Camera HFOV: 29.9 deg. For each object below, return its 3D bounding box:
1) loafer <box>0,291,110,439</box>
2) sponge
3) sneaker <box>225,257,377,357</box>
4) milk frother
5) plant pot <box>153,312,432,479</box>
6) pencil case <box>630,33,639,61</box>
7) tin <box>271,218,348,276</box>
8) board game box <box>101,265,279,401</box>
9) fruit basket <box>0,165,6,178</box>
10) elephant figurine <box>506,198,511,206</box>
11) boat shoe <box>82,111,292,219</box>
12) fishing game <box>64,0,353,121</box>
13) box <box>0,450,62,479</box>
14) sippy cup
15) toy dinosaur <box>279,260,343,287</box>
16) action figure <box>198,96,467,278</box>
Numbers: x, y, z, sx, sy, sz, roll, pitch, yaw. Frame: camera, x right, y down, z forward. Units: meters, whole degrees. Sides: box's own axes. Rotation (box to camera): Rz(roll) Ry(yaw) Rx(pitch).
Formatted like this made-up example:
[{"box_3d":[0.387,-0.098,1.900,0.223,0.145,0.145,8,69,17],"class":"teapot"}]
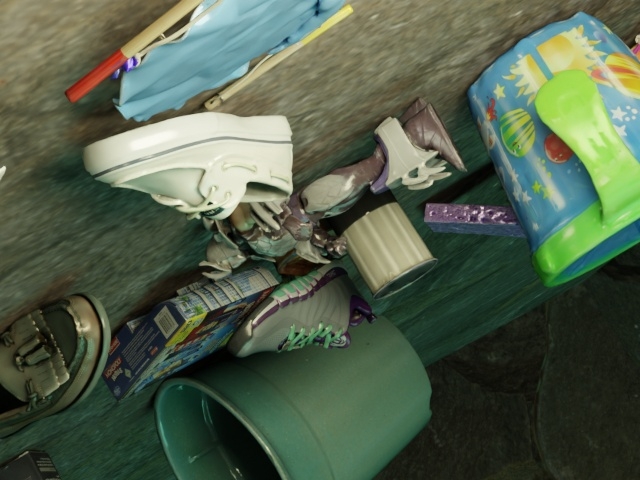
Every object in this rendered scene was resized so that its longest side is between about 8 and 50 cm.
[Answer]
[{"box_3d":[-0.297,0.138,1.175,0.084,0.096,0.267,-10,158,-43],"class":"loafer"},{"box_3d":[0.257,-0.027,1.682,0.210,0.031,0.117,4,173,12],"class":"sponge"},{"box_3d":[-0.013,0.098,1.414,0.224,0.098,0.083,-32,166,-48],"class":"sneaker"},{"box_3d":[0.090,-0.031,1.308,0.129,0.135,0.143,-18,161,-48],"class":"milk frother"},{"box_3d":[-0.024,0.278,1.865,0.334,0.341,0.341,-33,170,-33],"class":"plant pot"},{"box_3d":[0.389,-0.186,1.503,0.104,0.104,0.236,-22,162,-34],"class":"pencil case"},{"box_3d":[0.000,0.000,1.448,0.106,0.040,0.190,-30,168,12],"class":"tin"},{"box_3d":[-0.142,0.092,1.414,0.194,0.060,0.194,-22,162,-45],"class":"board game box"},{"box_3d":[-0.385,0.094,0.759,0.353,0.165,0.327,-41,176,-39],"class":"fruit basket"},{"box_3d":[0.393,-0.107,1.752,0.239,0.186,0.169,42,63,-87],"class":"elephant figurine"},{"box_3d":[-0.084,-0.053,0.916,0.083,0.076,0.226,-16,179,36],"class":"boat shoe"},{"box_3d":[-0.058,-0.141,0.779,0.189,0.041,0.264,-34,176,18],"class":"fishing game"},{"box_3d":[-0.438,0.411,1.724,0.156,0.158,0.093,-30,167,0],"class":"box"},{"box_3d":[0.276,-0.105,1.253,0.240,0.224,0.305,-25,167,-24],"class":"sippy cup"},{"box_3d":[-0.009,0.056,1.644,0.092,0.053,0.183,-16,161,5],"class":"toy dinosaur"},{"box_3d":[0.001,-0.037,1.180,0.285,0.099,0.185,-30,173,9],"class":"action figure"}]
